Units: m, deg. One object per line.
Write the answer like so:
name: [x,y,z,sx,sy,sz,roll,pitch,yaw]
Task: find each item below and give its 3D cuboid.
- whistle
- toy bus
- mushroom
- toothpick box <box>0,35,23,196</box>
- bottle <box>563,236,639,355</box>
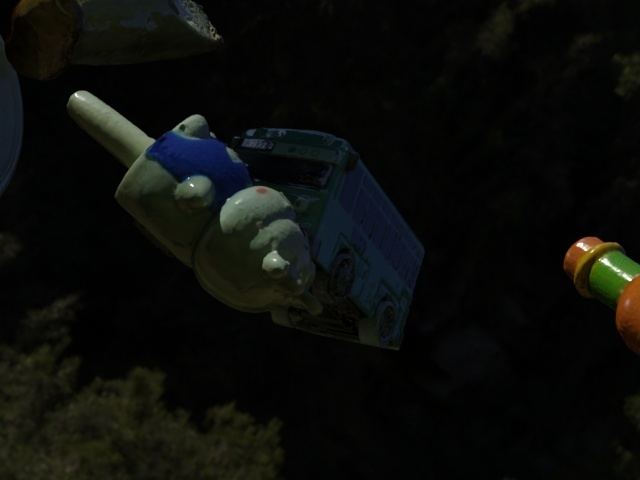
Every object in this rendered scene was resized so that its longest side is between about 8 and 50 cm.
whistle: [-0.088,-0.029,0.829,0.244,0.092,0.110,41,-5,14]
toy bus: [0.000,0.000,1.084,0.128,0.147,0.256,9,-21,26]
mushroom: [-0.202,-0.235,1.228,0.087,0.107,0.333,55,32,9]
toothpick box: [-0.515,-0.132,1.155,0.355,0.263,0.263,-3,-27,23]
bottle: [0.234,0.051,0.766,0.069,0.069,0.187,45,-1,-42]
